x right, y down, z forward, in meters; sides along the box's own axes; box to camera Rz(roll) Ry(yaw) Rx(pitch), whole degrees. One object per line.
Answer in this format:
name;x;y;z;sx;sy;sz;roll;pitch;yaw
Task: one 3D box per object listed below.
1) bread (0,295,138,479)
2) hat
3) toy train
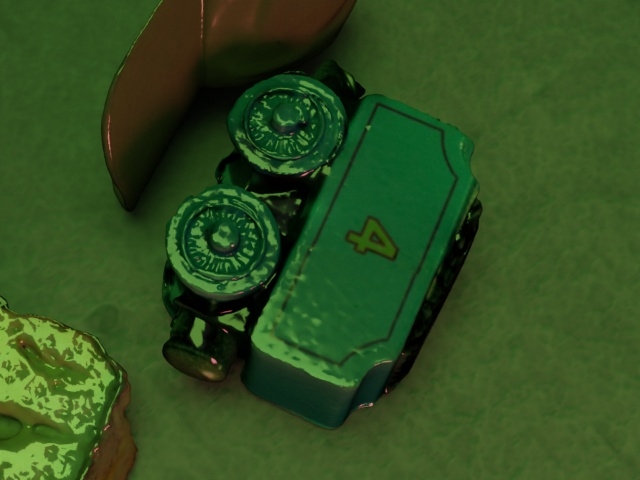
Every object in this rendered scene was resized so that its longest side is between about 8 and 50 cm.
bread;-0.211;0.082;0.795;0.232;0.088;0.128;24;76;4
hat;-0.047;-0.097;0.856;0.144;0.166;0.173;6;84;-6
toy train;0.000;0.000;0.820;0.154;0.107;0.198;26;68;4
